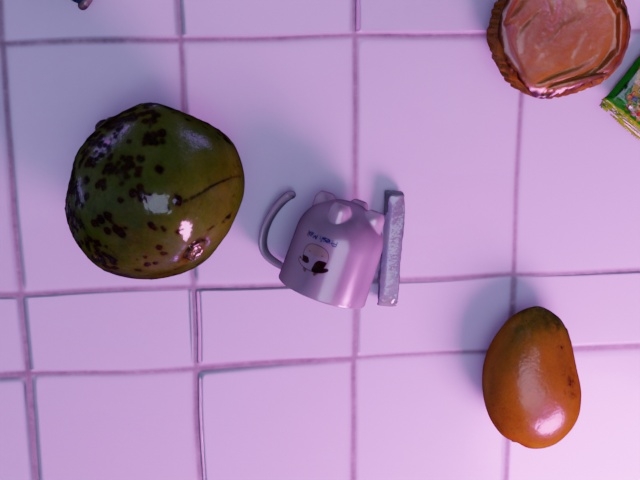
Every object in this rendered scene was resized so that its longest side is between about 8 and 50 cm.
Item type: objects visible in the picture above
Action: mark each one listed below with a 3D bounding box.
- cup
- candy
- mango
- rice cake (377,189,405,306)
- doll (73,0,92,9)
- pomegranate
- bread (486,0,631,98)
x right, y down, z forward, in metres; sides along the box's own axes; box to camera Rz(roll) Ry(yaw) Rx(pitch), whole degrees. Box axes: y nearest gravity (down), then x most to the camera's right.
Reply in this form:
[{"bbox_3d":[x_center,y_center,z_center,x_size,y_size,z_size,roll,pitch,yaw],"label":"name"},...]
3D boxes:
[{"bbox_3d":[0.011,0.002,1.722,0.134,0.173,0.142,8,105,-41],"label":"cup"},{"bbox_3d":[0.505,-0.242,1.744,0.102,0.032,0.178,36,99,-15],"label":"candy"},{"bbox_3d":[0.323,0.214,1.810,0.152,0.120,0.221,-14,100,-6],"label":"mango"},{"bbox_3d":[0.103,0.013,1.771,0.042,0.030,0.180,3,104,-4],"label":"rice cake"},{"bbox_3d":[-0.364,-0.379,1.581,0.152,0.085,0.114,37,118,-25],"label":"doll"},{"bbox_3d":[-0.234,-0.076,1.611,0.254,0.270,0.254,-22,145,-16],"label":"pomegranate"},{"bbox_3d":[0.336,-0.299,1.673,0.199,0.104,0.199,-2,101,-7],"label":"bread"}]
